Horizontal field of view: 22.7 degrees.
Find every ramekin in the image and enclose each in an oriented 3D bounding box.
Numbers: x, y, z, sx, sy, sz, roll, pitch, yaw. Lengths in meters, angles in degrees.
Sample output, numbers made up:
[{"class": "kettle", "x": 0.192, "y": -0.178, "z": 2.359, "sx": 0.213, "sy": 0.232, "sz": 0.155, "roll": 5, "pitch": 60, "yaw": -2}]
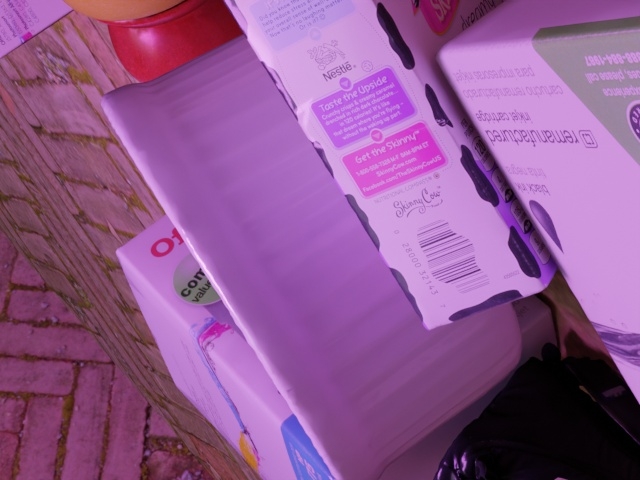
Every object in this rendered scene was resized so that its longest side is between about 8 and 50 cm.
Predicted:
[{"class": "ramekin", "x": 0.000, "y": 0.000, "z": 0.933, "sx": 0.277, "sy": 0.135, "sz": 0.277, "roll": 57, "pitch": 177, "yaw": 5}]

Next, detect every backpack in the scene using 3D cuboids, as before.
[{"class": "backpack", "x": 0.178, "y": 0.173, "z": 1.036, "sx": 0.182, "sy": 0.152, "sz": 0.115, "roll": 32, "pitch": 143, "yaw": 18}]

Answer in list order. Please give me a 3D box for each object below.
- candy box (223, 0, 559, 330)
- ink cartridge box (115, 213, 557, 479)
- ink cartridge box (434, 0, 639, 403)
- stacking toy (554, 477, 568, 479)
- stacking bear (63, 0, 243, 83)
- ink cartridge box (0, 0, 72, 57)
[{"class": "candy box", "x": 0.057, "y": -0.084, "z": 0.777, "sx": 0.070, "sy": 0.165, "sz": 0.196, "roll": -23, "pitch": 107, "yaw": 34}, {"class": "ink cartridge box", "x": 0.018, "y": 0.082, "z": 1.196, "sx": 0.270, "sy": 0.198, "sz": 0.197, "roll": 42, "pitch": 162, "yaw": 34}, {"class": "ink cartridge box", "x": 0.194, "y": 0.003, "z": 0.657, "sx": 0.273, "sy": 0.115, "sz": 0.198, "roll": 57, "pitch": 165, "yaw": -14}, {"class": "stacking toy", "x": 0.264, "y": 0.187, "z": 0.714, "sx": 0.130, "sy": 0.309, "sz": 0.279, "roll": -61, "pitch": 28, "yaw": 30}, {"class": "stacking bear", "x": -0.121, "y": -0.214, "z": 1.059, "sx": 0.175, "sy": 0.164, "sz": 0.289, "roll": 41, "pitch": 165, "yaw": 39}, {"class": "ink cartridge box", "x": -0.298, "y": -0.204, "z": 1.434, "sx": 0.078, "sy": 0.231, "sz": 0.134, "roll": 57, "pitch": 164, "yaw": -12}]
